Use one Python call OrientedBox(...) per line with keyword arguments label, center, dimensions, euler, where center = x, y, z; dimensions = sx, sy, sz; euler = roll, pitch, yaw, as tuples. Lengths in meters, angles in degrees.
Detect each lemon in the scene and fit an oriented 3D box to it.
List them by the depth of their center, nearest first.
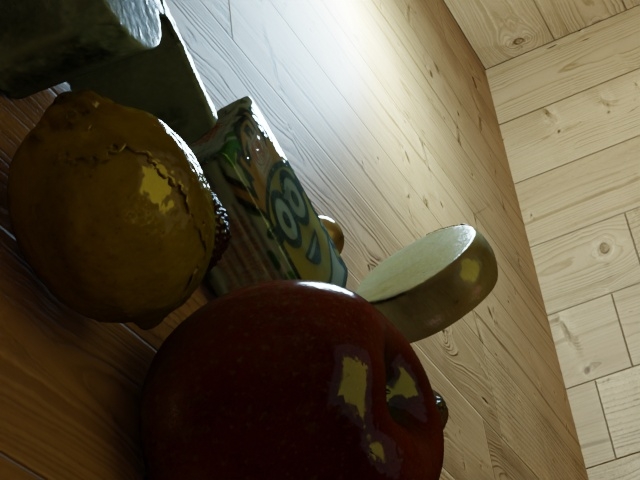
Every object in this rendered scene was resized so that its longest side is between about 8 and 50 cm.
OrientedBox(label="lemon", center=(-0.211, -0.030, 1.364), dimensions=(0.204, 0.204, 0.260), euler=(-72, 145, -64))

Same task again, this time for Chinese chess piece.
OrientedBox(label="Chinese chess piece", center=(0.182, 0.075, 2.290), dimensions=(0.097, 0.250, 0.251), euler=(58, 20, -14))

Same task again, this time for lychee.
OrientedBox(label="lychee", center=(-0.165, -0.010, 1.598), dimensions=(0.129, 0.123, 0.123), euler=(36, 35, -79))

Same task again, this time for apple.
OrientedBox(label="apple", center=(-0.027, 0.210, 1.487), dimensions=(0.348, 0.277, 0.348), euler=(56, 22, -36))

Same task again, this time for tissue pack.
OrientedBox(label="tissue pack", center=(-0.085, -0.011, 1.813), dimensions=(0.311, 0.128, 0.228), euler=(62, 17, -20))

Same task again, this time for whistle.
OrientedBox(label="whistle", center=(-0.262, -0.244, 1.511), dimensions=(0.405, 0.168, 0.188), euler=(42, 32, -63))

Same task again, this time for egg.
OrientedBox(label="egg", center=(0.000, 0.000, 2.127), dimensions=(0.096, 0.080, 0.080), euler=(2, 68, -66))

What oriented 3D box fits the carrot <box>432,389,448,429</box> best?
OrientedBox(label="carrot", center=(0.135, 0.324, 2.162), dimensions=(0.102, 0.102, 0.263), euler=(66, 24, -9))
